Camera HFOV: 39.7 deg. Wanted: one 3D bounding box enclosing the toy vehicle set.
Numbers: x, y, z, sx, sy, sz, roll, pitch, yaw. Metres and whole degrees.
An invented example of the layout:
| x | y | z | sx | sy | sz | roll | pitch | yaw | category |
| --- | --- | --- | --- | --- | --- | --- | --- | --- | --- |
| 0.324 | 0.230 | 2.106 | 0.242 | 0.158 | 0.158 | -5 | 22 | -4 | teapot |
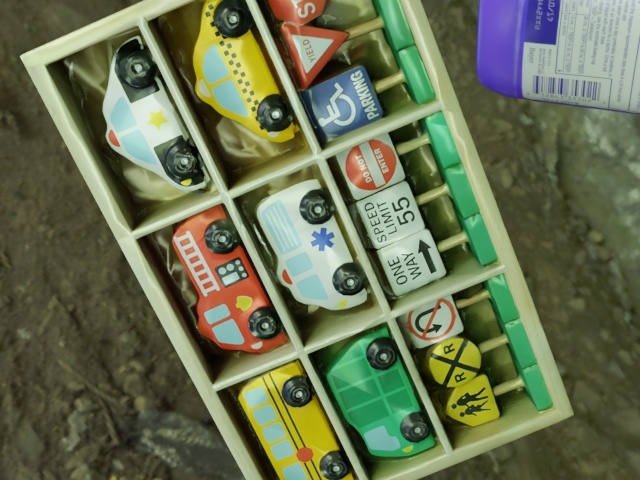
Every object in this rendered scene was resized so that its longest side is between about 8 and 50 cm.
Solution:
| x | y | z | sx | sy | sz | roll | pitch | yaw | category |
| --- | --- | --- | --- | --- | --- | --- | --- | --- | --- |
| 0.000 | 0.000 | 0.424 | 0.035 | 0.165 | 0.267 | -105 | 171 | -72 | toy vehicle set |

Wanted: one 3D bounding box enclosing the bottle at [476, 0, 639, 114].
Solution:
| x | y | z | sx | sy | sz | roll | pitch | yaw | category |
| --- | --- | --- | --- | --- | --- | --- | --- | --- | --- |
| 0.245 | -0.135 | 0.564 | 0.092 | 0.282 | 0.118 | -59 | 152 | -45 | bottle |
